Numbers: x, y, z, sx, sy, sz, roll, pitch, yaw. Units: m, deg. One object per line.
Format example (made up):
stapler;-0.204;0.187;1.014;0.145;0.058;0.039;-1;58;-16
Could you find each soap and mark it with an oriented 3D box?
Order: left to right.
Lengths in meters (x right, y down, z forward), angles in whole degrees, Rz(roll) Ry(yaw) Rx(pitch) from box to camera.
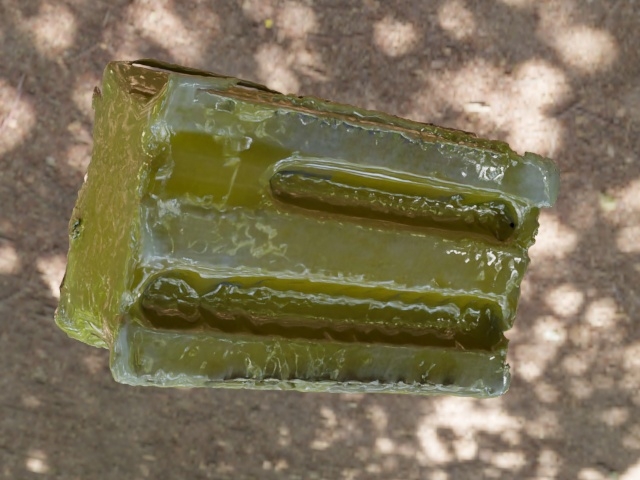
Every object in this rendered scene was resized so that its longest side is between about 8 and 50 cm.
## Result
soap;0.001;0.000;0.495;0.233;0.134;0.076;7;-170;-34
